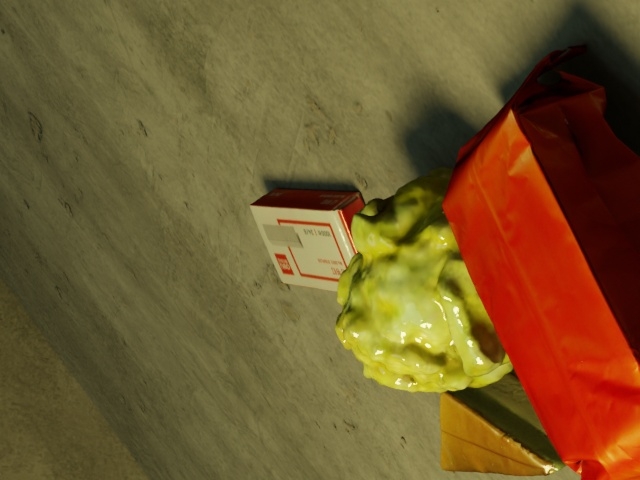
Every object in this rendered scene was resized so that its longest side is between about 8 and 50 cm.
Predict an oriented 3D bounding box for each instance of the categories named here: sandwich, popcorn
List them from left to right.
[{"bbox_3d":[0.125,0.047,1.631,0.256,0.195,0.255,-44,47,31],"label":"popcorn"},{"bbox_3d":[0.231,0.225,1.763,0.187,0.117,0.144,33,147,40],"label":"sandwich"}]

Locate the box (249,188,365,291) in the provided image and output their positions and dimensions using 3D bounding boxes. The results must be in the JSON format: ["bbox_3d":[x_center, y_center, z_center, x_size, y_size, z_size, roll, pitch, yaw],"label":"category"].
[{"bbox_3d":[0.001,0.000,2.012,0.229,0.050,0.123,7,124,59],"label":"box"}]

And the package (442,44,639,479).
[{"bbox_3d":[0.236,0.033,1.412,0.423,0.123,0.196,68,152,22],"label":"package"}]
